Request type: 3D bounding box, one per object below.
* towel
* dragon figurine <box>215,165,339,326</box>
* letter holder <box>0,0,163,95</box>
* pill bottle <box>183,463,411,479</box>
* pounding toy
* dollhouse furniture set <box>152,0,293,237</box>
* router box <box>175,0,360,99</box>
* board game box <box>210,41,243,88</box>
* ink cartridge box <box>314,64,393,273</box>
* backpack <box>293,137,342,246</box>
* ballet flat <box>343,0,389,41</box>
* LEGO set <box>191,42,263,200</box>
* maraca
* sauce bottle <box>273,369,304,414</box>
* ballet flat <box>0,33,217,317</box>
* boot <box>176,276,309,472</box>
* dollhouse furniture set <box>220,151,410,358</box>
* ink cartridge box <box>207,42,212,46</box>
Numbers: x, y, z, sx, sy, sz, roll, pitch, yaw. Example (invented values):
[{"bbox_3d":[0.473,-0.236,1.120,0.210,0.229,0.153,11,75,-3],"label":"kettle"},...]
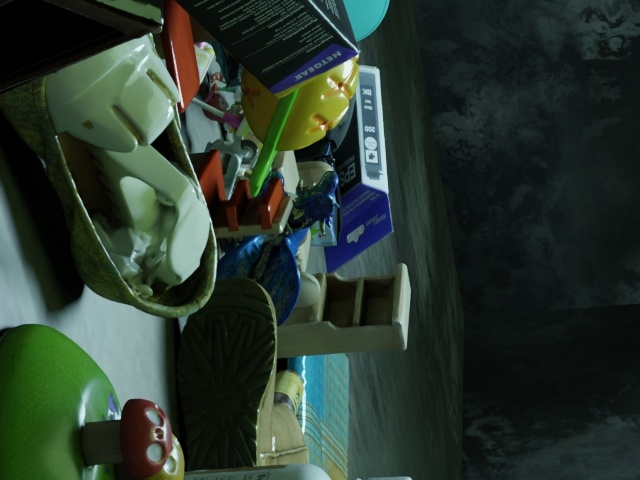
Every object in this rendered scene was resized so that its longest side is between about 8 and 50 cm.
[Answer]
[{"bbox_3d":[-0.007,0.279,2.110,0.271,0.040,0.370,61,27,-65],"label":"towel"},{"bbox_3d":[-0.058,0.025,1.715,0.144,0.085,0.289,-76,-170,-58],"label":"dragon figurine"},{"bbox_3d":[-0.209,-0.240,0.931,0.152,0.214,0.301,16,66,-45],"label":"letter holder"},{"bbox_3d":[-0.041,0.237,1.338,0.131,0.229,0.131,-5,90,-81],"label":"pill bottle"},{"bbox_3d":[-0.139,0.168,1.160,0.183,0.110,0.236,-56,140,-75],"label":"pounding toy"},{"bbox_3d":[-0.110,-0.131,1.408,0.262,0.135,0.259,-72,155,-67],"label":"dollhouse furniture set"},{"bbox_3d":[-0.093,-0.294,1.349,0.243,0.081,0.308,41,27,-50],"label":"router box"},{"bbox_3d":[-0.097,-0.248,1.603,0.126,0.026,0.186,102,-30,-59],"label":"board game box"},{"bbox_3d":[0.024,-0.081,2.160,0.206,0.045,0.208,142,-53,-62],"label":"ink cartridge box"},{"bbox_3d":[-0.017,-0.050,2.071,0.105,0.084,0.114,-85,167,-71],"label":"backpack"},{"bbox_3d":[-0.021,-0.384,2.099,0.182,0.164,0.483,63,6,15],"label":"ballet flat"},{"bbox_3d":[-0.094,-0.141,1.740,0.132,0.107,0.287,-62,-173,19],"label":"LEGO set"},{"bbox_3d":[-0.026,-0.125,1.554,0.127,0.099,0.185,-60,174,-66],"label":"maraca"},{"bbox_3d":[-0.045,0.182,1.916,0.128,0.042,0.042,-68,152,-67],"label":"sauce bottle"},{"bbox_3d":[-0.139,-0.071,1.209,0.348,0.123,0.123,77,12,-47],"label":"ballet flat"},{"bbox_3d":[-0.066,0.165,1.692,0.269,0.089,0.236,37,60,-77],"label":"boot"},{"bbox_3d":[0.000,0.000,1.915,0.212,0.161,0.242,-82,164,-54],"label":"dollhouse furniture set"},{"bbox_3d":[-0.061,-0.282,1.751,0.045,0.145,0.179,60,26,-70],"label":"ink cartridge box"}]
